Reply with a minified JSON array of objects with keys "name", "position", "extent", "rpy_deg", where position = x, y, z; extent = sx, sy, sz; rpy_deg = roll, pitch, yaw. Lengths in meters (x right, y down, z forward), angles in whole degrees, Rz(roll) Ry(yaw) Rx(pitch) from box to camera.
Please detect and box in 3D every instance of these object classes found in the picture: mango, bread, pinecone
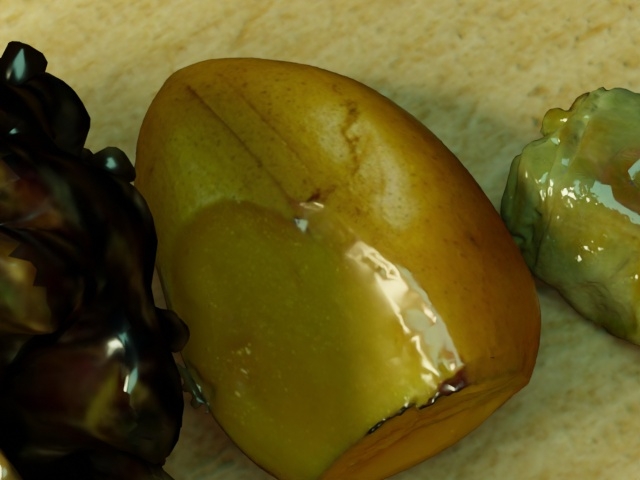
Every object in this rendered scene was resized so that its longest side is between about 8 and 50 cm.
[{"name":"mango","position":[0.000,0.000,1.042],"extent":[0.187,0.138,0.257],"rpy_deg":[-31,69,13]},{"name":"bread","position":[0.210,0.007,1.052],"extent":[0.232,0.088,0.128],"rpy_deg":[31,86,7]},{"name":"pinecone","position":[-0.238,0.061,0.924],"extent":[0.397,0.398,0.398],"rpy_deg":[-1,73,4]}]
